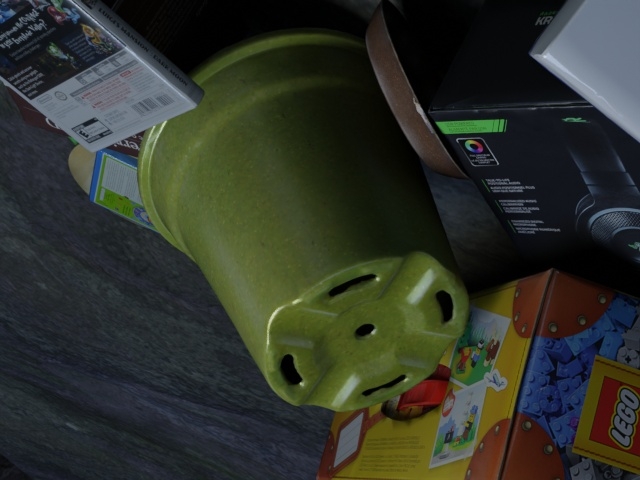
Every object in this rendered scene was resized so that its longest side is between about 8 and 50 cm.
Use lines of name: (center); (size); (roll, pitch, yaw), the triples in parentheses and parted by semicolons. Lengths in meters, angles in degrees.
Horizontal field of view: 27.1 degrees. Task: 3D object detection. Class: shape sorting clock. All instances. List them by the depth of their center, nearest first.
shape sorting clock: (-0.207, -0.065, 1.612); (0.206, 0.040, 0.206); (19, 152, 10)

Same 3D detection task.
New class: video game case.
video game case: (-0.211, -0.151, 1.115); (0.173, 0.022, 0.190); (40, 151, -24)

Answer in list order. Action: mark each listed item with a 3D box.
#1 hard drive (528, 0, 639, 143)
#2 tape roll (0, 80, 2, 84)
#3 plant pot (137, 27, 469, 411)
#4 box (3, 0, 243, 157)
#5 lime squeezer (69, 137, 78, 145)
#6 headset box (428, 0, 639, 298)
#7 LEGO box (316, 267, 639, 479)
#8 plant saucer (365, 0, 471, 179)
hard drive: (0.322, -0.109, 0.862); (0.319, 0.210, 0.040); (36, -175, -14)
tape roll: (-0.503, -0.297, 1.458); (0.392, 0.072, 0.392); (22, 152, 12)
plant pot: (0.000, 0.000, 1.158); (0.276, 0.276, 0.254); (61, -177, -47)
box: (-0.195, -0.209, 1.210); (0.168, 0.167, 0.203); (17, 151, 21)
lime squeezer: (-0.289, -0.168, 1.497); (0.110, 0.059, 0.310); (31, 152, -3)
headset box: (0.258, -0.072, 1.055); (0.246, 0.131, 0.283); (3, 143, 40)
LEGO box: (0.255, 0.203, 1.293); (0.372, 0.193, 0.500); (20, 166, -13)
plant saucer: (0.080, -0.122, 1.115); (0.029, 0.168, 0.168); (-25, 130, 15)
